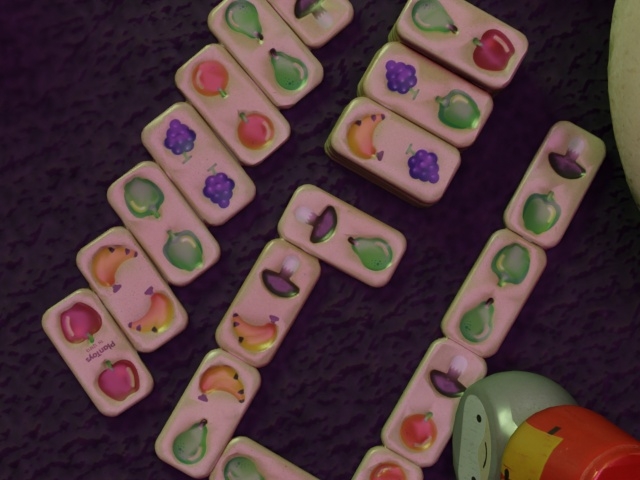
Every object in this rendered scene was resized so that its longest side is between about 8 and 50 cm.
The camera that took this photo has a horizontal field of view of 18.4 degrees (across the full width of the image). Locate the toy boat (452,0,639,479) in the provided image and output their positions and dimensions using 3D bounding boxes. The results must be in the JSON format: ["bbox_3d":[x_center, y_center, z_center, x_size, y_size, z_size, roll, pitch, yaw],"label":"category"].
[{"bbox_3d":[0.183,0.003,0.860,0.267,0.148,0.318,45,82,-16],"label":"toy boat"}]

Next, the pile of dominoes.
[{"bbox_3d":[0.000,0.000,0.898,0.196,0.040,0.251,29,85,-1],"label":"pile of dominoes"}]
